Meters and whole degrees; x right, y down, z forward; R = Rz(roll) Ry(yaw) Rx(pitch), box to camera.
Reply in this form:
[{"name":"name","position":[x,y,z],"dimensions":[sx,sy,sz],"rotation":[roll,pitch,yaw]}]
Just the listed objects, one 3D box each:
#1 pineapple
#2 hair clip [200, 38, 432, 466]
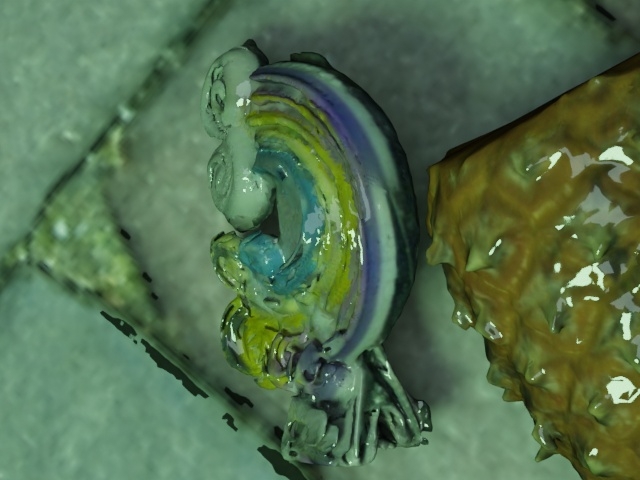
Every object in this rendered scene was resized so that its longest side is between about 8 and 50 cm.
[{"name":"pineapple","position":[0.154,0.064,0.519],"dimensions":[0.157,0.158,0.279],"rotation":[-30,89,6]},{"name":"hair clip","position":[0.000,0.000,0.578],"dimensions":[0.116,0.049,0.172],"rotation":[-10,89,48]}]
